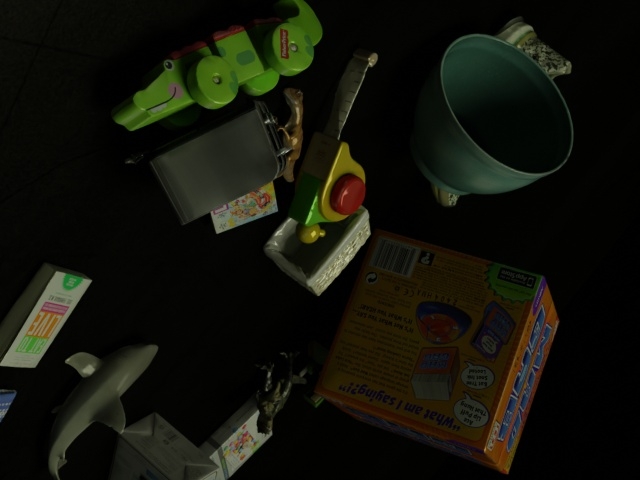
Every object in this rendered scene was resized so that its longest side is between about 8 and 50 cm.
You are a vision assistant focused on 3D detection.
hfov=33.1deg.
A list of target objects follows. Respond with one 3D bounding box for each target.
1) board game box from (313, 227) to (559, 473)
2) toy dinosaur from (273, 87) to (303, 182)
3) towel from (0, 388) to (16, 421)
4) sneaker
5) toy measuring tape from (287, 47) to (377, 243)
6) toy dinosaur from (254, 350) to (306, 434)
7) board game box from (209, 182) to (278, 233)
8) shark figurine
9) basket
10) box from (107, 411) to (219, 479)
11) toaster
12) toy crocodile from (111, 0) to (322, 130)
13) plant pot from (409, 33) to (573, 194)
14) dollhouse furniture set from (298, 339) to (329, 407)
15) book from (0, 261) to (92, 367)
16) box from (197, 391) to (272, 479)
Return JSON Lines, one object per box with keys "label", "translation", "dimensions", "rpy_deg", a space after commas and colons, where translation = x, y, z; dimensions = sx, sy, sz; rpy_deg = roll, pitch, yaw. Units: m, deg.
{"label": "board game box", "translation": [0.253, 0.234, 2.215], "dimensions": [0.356, 0.357, 0.356], "rpy_deg": [-68, 158, -12]}
{"label": "toy dinosaur", "translation": [-0.051, -0.135, 1.673], "dimensions": [0.112, 0.064, 0.211], "rpy_deg": [-37, 150, -36]}
{"label": "towel", "translation": [-0.552, 0.346, 1.415], "dimensions": [0.336, 0.040, 0.243], "rpy_deg": [-61, 155, 12]}
{"label": "sneaker", "translation": [0.356, -0.226, 2.134], "dimensions": [0.158, 0.182, 0.410], "rpy_deg": [-12, 132, -56]}
{"label": "toy measuring tape", "translation": [0.040, -0.147, 1.775], "dimensions": [0.121, 0.121, 0.330], "rpy_deg": [7, 106, -62]}
{"label": "toy dinosaur", "translation": [-0.082, 0.283, 2.122], "dimensions": [0.268, 0.064, 0.118], "rpy_deg": [-44, 136, -65]}
{"label": "board game box", "translation": [-0.123, -0.080, 1.608], "dimensions": [0.104, 0.026, 0.154], "rpy_deg": [-21, 147, -8]}
{"label": "shark figurine", "translation": [-0.342, 0.277, 1.616], "dimensions": [0.278, 0.116, 0.166], "rpy_deg": [-57, 154, 1]}
{"label": "basket", "translation": [0.000, 0.000, 1.872], "dimensions": [0.167, 0.113, 0.103], "rpy_deg": [-50, 157, -10]}
{"label": "box", "translation": [-0.288, 0.463, 1.871], "dimensions": [0.087, 0.169, 0.289], "rpy_deg": [-26, 143, -47]}
{"label": "toaster", "translation": [-0.135, -0.103, 1.406], "dimensions": [0.186, 0.110, 0.168], "rpy_deg": [-26, -176, 4]}
{"label": "toy crocodile", "translation": [-0.124, -0.227, 1.387], "dimensions": [0.341, 0.105, 0.115], "rpy_deg": [-30, -174, -35]}
{"label": "plant pot", "translation": [0.286, -0.202, 1.977], "dimensions": [0.293, 0.293, 0.196], "rpy_deg": [-31, 173, -41]}
{"label": "dollhouse furniture set", "translation": [-0.007, 0.280, 2.249], "dimensions": [0.058, 0.076, 0.151], "rpy_deg": [-41, 152, -29]}
{"label": "book", "translation": [-0.375, 0.101, 1.438], "dimensions": [0.144, 0.035, 0.096], "rpy_deg": [-57, 159, 2]}
{"label": "box", "translation": [-0.177, 0.409, 2.155], "dimensions": [0.186, 0.038, 0.145], "rpy_deg": [-43, 152, -26]}
